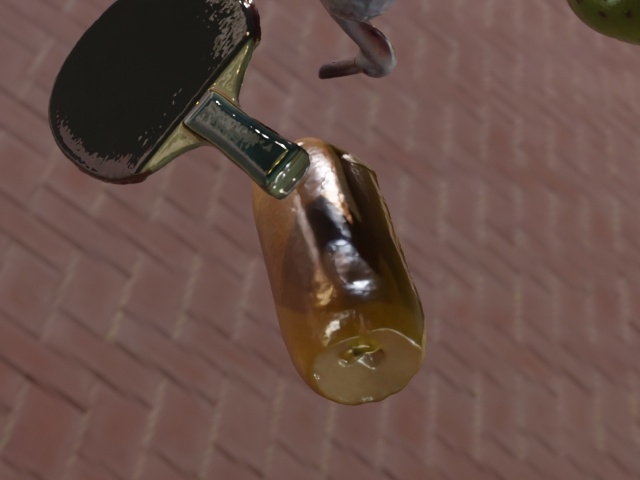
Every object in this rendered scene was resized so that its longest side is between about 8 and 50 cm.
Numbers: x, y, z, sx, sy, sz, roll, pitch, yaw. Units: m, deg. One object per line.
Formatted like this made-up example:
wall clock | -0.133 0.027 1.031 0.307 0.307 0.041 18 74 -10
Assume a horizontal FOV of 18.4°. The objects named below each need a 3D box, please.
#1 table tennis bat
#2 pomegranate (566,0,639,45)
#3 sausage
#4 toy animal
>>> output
table tennis bat | -0.095 -0.102 1.361 0.022 0.173 0.301 41 -3 -40
pomegranate | 0.390 -0.300 2.113 0.302 0.236 0.236 33 24 -40
sausage | 0.006 -0.001 1.595 0.112 0.112 0.328 24 29 -28
toy animal | 0.030 -0.236 1.690 0.195 0.090 0.324 19 -26 35
